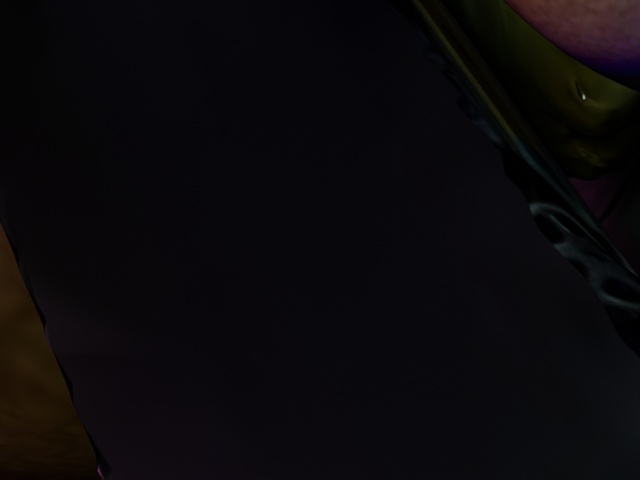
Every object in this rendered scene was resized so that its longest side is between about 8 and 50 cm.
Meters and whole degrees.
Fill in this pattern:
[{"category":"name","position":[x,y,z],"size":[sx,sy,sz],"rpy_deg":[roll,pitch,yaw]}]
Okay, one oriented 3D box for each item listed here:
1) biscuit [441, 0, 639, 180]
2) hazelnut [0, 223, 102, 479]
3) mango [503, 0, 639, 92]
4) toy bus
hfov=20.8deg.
[{"category":"biscuit","position":[0.059,-0.169,0.659],"size":[0.335,0.078,0.329],"rpy_deg":[-116,8,-64]},{"category":"hazelnut","position":[-0.104,-0.051,1.003],"size":[0.421,0.353,0.421],"rpy_deg":[-53,-12,-16]},{"category":"mango","position":[0.091,-0.177,0.458],"size":[0.153,0.201,0.287],"rpy_deg":[27,-129,-52]},{"category":"toy bus","position":[0.000,0.000,0.597],"size":[0.162,0.171,0.386],"rpy_deg":[40,-164,-50]}]
